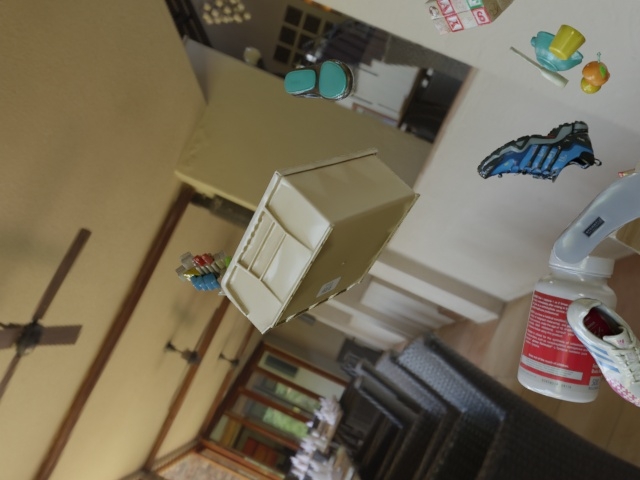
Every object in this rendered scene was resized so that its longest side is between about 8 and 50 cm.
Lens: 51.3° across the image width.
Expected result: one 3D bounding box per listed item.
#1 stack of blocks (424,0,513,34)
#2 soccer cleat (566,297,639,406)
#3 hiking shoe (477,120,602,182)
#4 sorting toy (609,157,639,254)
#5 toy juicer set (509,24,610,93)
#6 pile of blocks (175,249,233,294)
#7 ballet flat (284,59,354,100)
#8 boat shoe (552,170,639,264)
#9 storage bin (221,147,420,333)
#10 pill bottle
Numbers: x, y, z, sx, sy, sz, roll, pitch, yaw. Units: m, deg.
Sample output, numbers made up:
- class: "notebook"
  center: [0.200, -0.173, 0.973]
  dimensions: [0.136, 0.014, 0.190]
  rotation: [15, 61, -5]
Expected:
- class: "stack of blocks"
  center: [0.408, -0.617, 1.572]
  dimensions: [0.297, 0.087, 0.171]
  rotation: [-45, 26, -19]
- class: "soccer cleat"
  center: [0.728, 0.278, 1.611]
  dimensions: [0.116, 0.331, 0.143]
  rotation: [-39, -8, -7]
- class: "hiking shoe"
  center: [0.566, -0.208, 1.737]
  dimensions: [0.113, 0.304, 0.132]
  rotation: [31, -139, -77]
- class: "sorting toy"
  center: [0.910, -0.097, 1.885]
  dimensions: [0.089, 0.255, 0.257]
  rotation: [24, 92, 56]
- class: "toy juicer set"
  center: [0.635, -0.465, 1.712]
  dimensions: [0.089, 0.209, 0.329]
  rotation: [-54, 11, 8]
- class: "pile of blocks"
  center: [-0.372, 0.102, 2.333]
  dimensions: [0.112, 0.362, 0.149]
  rotation: [59, -146, -46]
- class: "ballet flat"
  center: [0.020, -0.386, 1.608]
  dimensions: [0.280, 0.096, 0.095]
  rotation: [23, 110, 54]
- class: "boat shoe"
  center: [0.600, -0.055, 1.419]
  dimensions: [0.258, 0.095, 0.084]
  rotation: [-40, -2, 17]
- class: "storage bin"
  center: [0.000, 0.000, 1.109]
  dimensions: [0.262, 0.123, 0.260]
  rotation: [-22, -30, -50]
- class: "pill bottle"
  center: [0.720, 0.239, 1.927]
  dimensions: [0.229, 0.229, 0.407]
  rotation: [-24, -56, -82]
